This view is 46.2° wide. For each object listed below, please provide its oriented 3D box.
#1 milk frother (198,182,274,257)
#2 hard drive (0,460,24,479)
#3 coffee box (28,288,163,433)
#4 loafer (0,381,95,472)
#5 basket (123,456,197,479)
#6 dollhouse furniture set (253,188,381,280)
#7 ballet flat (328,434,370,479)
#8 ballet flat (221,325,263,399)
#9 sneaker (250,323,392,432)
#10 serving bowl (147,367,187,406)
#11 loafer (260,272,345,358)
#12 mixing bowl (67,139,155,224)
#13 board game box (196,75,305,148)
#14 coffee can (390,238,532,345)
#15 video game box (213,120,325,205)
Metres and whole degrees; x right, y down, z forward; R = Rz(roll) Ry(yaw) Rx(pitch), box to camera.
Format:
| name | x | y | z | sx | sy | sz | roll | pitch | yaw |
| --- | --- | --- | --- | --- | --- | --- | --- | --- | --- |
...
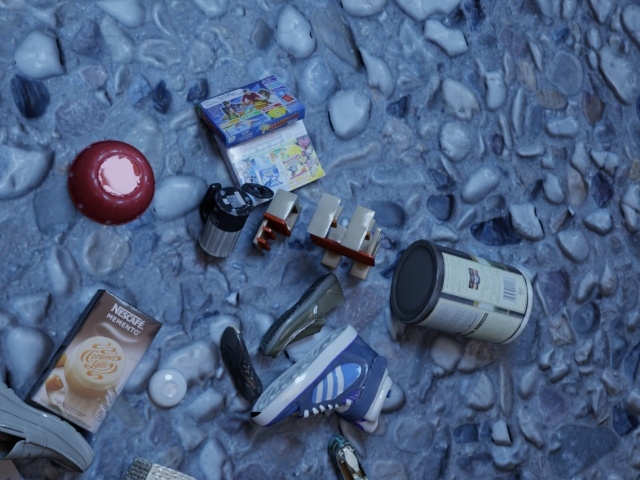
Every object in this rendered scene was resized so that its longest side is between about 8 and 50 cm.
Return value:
| name | x | y | z | sx | sy | sz | roll | pitch | yaw |
| --- | --- | --- | --- | --- | --- | --- | --- | --- | --- |
| milk frother | -0.179 | -0.053 | 1.618 | 0.143 | 0.135 | 0.129 | 4 | 47 | -26 |
| hard drive | -0.669 | 0.434 | 1.397 | 0.172 | 0.054 | 0.255 | -34 | 99 | -23 |
| coffee box | -0.445 | 0.235 | 1.491 | 0.141 | 0.098 | 0.247 | 35 | 73 | -18 |
| loafer | -0.561 | 0.360 | 1.392 | 0.319 | 0.112 | 0.112 | 43 | 47 | -30 |
| basket | -0.328 | 0.498 | 1.490 | 0.113 | 0.167 | 0.103 | 28 | 69 | -20 |
| dollhouse furniture set | 0.000 | 0.000 | 1.646 | 0.259 | 0.262 | 0.135 | 21 | 77 | 12 |
| ballet flat | 0.076 | 0.537 | 1.723 | 0.070 | 0.070 | 0.188 | -33 | 99 | -23 |
| ballet flat | -0.174 | 0.268 | 1.649 | 0.049 | 0.057 | 0.173 | -27 | 100 | -64 |
| sneaker | 0.028 | 0.367 | 1.677 | 0.322 | 0.130 | 0.236 | -40 | 98 | -28 |
| serving bowl | -0.320 | 0.311 | 1.581 | 0.083 | 0.027 | 0.083 | 2 | 85 | -25 |
| loafer | -0.031 | 0.180 | 1.687 | 0.251 | 0.094 | 0.087 | -44 | 99 | -21 |
| mixing bowl | -0.418 | -0.125 | 1.535 | 0.181 | 0.098 | 0.182 | 2 | 85 | -23 |
| board game box | -0.154 | -0.288 | 1.660 | 0.201 | 0.035 | 0.136 | -25 | 55 | -24 |
| coffee can | 0.336 | 0.128 | 1.800 | 0.275 | 0.201 | 0.202 | 16 | 79 | -23 |
| video game box | -0.114 | -0.194 | 1.707 | 0.205 | 0.048 | 0.187 | -25 | 94 | -24 |
